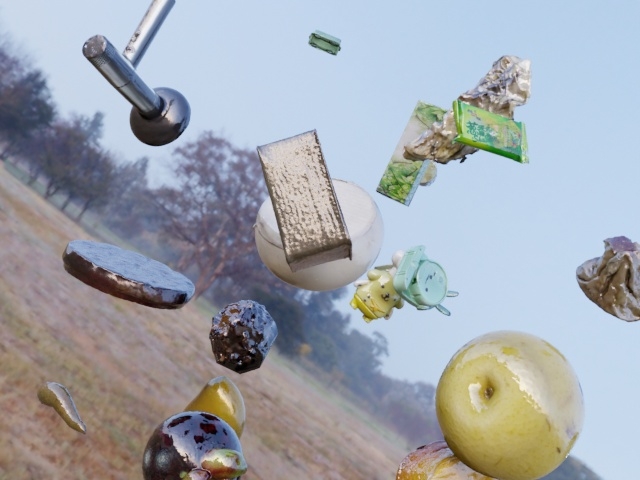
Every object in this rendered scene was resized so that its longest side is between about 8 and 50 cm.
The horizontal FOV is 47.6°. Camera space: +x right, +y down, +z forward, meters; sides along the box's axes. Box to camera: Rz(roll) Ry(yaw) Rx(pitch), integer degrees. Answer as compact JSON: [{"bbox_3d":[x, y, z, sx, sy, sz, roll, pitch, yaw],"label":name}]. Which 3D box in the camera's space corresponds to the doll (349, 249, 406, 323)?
[{"bbox_3d":[0.133,0.089,1.405,0.106,0.162,0.062,46,6,-18],"label":"doll"}]

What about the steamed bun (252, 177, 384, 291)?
[{"bbox_3d":[0.000,0.000,2.076,0.374,0.374,0.242,28,-41,39],"label":"steamed bun"}]

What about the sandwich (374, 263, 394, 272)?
[{"bbox_3d":[0.272,0.109,2.365,0.163,0.080,0.113,1,-12,-25],"label":"sandwich"}]

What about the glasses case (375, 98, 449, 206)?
[{"bbox_3d":[0.250,-0.232,1.942,0.095,0.272,0.062,27,3,25],"label":"glasses case"}]

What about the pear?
[{"bbox_3d":[0.433,0.377,1.668,0.348,0.348,0.348,36,-13,10],"label":"pear"}]

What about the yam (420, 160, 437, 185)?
[{"bbox_3d":[0.414,-0.265,2.868,0.107,0.107,0.183,36,3,11],"label":"yam"}]

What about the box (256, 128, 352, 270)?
[{"bbox_3d":[-0.033,-0.079,1.589,0.184,0.143,0.274,74,0,-79],"label":"box"}]

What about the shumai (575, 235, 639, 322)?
[{"bbox_3d":[0.812,0.104,1.971,0.185,0.183,0.218,67,-2,-58],"label":"shumai"}]

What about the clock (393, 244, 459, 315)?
[{"bbox_3d":[0.199,0.081,1.348,0.135,0.101,0.041,41,-31,-25],"label":"clock"}]

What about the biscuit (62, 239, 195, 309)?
[{"bbox_3d":[-0.581,0.110,2.198,0.407,0.091,0.407,23,4,-2],"label":"biscuit"}]

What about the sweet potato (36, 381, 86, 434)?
[{"bbox_3d":[-0.620,0.383,1.724,0.249,0.059,0.069,21,-57,43],"label":"sweet potato"}]

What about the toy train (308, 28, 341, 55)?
[{"bbox_3d":[0.014,-0.535,1.962,0.093,0.038,0.056,23,31,0],"label":"toy train"}]

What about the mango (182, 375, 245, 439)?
[{"bbox_3d":[-0.352,0.593,2.381,0.211,0.317,0.173,34,23,16],"label":"mango"}]

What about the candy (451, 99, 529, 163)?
[{"bbox_3d":[0.348,-0.221,1.479,0.178,0.102,0.032,14,-22,-19],"label":"candy"}]

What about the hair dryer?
[{"bbox_3d":[-0.370,-0.411,1.674,0.155,0.284,0.320,39,-15,25],"label":"hair dryer"}]

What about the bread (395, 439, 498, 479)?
[{"bbox_3d":[0.312,0.598,1.790,0.269,0.196,0.142,-3,0,-31],"label":"bread"}]

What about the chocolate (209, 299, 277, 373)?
[{"bbox_3d":[-0.258,0.262,2.226,0.206,0.224,0.177,21,-24,17],"label":"chocolate"}]

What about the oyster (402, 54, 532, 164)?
[{"bbox_3d":[0.336,-0.282,1.627,0.115,0.351,0.238,52,5,-12],"label":"oyster"}]

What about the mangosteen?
[{"bbox_3d":[-0.332,0.595,1.930,0.288,0.288,0.288,36,-13,10],"label":"mangosteen"}]
